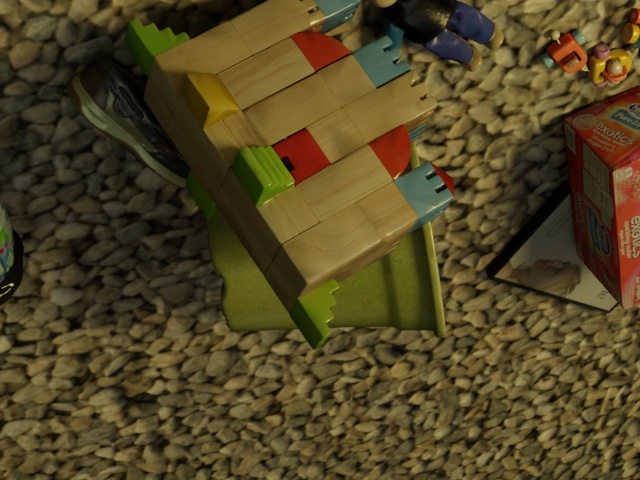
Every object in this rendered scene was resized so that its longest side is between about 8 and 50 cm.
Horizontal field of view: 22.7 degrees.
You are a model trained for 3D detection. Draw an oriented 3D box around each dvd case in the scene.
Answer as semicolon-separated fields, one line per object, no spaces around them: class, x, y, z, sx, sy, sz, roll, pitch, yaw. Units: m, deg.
dvd case;0.376;0.015;2.238;0.253;0.022;0.180;16;125;-37

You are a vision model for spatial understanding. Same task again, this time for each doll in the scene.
doll;0.122;-0.250;1.820;0.189;0.046;0.129;24;119;-41

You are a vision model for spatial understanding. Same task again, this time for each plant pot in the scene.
plant pot;0.000;0.000;1.891;0.254;0.276;0.276;-10;139;2

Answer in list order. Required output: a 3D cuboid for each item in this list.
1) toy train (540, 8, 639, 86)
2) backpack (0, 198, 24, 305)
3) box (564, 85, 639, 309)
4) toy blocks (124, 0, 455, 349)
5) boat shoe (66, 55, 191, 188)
toy train;0.359;-0.239;1.944;0.166;0.046;0.125;-33;139;11
backpack;-0.468;-0.054;1.621;0.290;0.273;0.355;-9;125;-8
box;0.407;-0.054;2.077;0.123;0.128;0.256;-23;133;-9
toy blocks;0.001;-0.115;1.700;0.261;0.381;0.190;-30;168;-22
boat shoe;-0.181;-0.130;1.777;0.073;0.080;0.223;-37;133;22
